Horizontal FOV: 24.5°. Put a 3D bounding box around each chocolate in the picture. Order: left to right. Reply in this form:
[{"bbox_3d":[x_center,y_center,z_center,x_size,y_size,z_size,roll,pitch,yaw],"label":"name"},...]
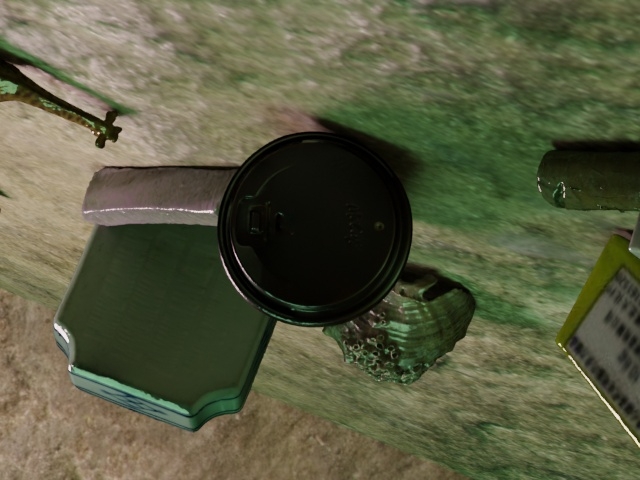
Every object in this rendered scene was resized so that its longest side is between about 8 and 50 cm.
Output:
[{"bbox_3d":[0.395,0.169,1.411,0.289,0.137,0.301,31,-164,-37],"label":"chocolate"}]

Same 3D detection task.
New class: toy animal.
[{"bbox_3d":[-0.359,-0.176,1.664,0.275,0.054,0.149,19,169,6],"label":"toy animal"}]

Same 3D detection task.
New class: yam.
[{"bbox_3d":[0.239,-0.050,1.227,0.054,0.054,0.132,32,163,-38],"label":"yam"}]

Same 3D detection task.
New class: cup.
[{"bbox_3d":[0.000,0.000,1.543,0.196,0.196,0.280,20,174,6],"label":"cup"}]

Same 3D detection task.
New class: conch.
[{"bbox_3d":[0.109,0.102,1.937,0.178,0.163,0.245,-9,162,-27],"label":"conch"}]

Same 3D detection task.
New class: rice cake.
[{"bbox_3d":[-0.195,-0.055,1.859,0.056,0.073,0.365,33,161,-34],"label":"rice cake"}]

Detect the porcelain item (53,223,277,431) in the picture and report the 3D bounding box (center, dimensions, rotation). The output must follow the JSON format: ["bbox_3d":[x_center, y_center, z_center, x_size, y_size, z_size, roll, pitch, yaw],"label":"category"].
[{"bbox_3d":[-0.206,0.102,2.032,0.281,0.286,0.157,18,161,4],"label":"porcelain item"}]

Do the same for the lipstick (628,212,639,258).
[{"bbox_3d":[0.417,0.055,1.313,0.371,0.080,0.076,32,165,-36],"label":"lipstick"}]
